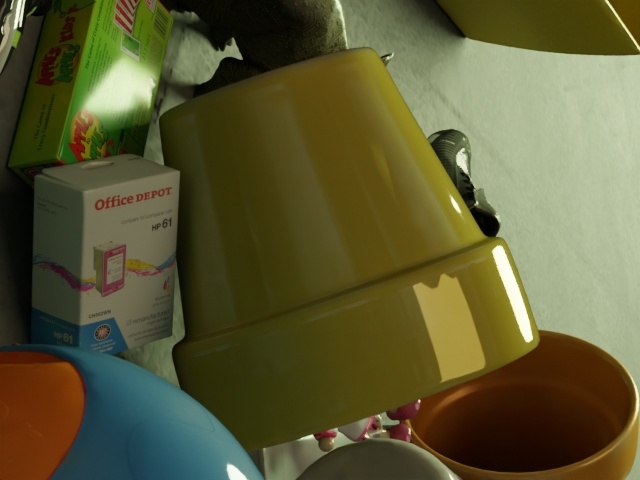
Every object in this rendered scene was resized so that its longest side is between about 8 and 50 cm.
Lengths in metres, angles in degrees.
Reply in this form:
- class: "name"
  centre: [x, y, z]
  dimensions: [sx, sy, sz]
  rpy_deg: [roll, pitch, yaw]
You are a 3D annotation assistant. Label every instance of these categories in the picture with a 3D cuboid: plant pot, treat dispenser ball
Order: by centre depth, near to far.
- class: "treat dispenser ball"
  centre: [-0.155, 0.198, 1.003]
  dimensions: [0.288, 0.288, 0.288]
  rpy_deg: [25, 61, -59]
- class: "plant pot"
  centre: [0.000, 0.000, 1.346]
  dimensions: [0.254, 0.254, 0.239]
  rpy_deg: [-17, 89, -63]
- class: "plant pot"
  centre: [0.176, 0.212, 1.676]
  dimensions: [0.205, 0.205, 0.188]
  rpy_deg: [-59, 150, -51]
- class: "plant pot"
  centre: [0.213, -0.312, 1.957]
  dimensions: [0.212, 0.187, 0.212]
  rpy_deg: [40, 48, -52]

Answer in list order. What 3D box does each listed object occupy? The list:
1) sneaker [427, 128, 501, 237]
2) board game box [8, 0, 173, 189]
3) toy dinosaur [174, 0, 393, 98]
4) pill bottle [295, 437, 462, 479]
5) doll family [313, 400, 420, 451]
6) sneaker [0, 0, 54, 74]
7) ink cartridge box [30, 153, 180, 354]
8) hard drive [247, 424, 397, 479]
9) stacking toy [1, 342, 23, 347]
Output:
- class: "sneaker"
  centre: [0.127, -0.025, 1.804]
  dimensions: [0.078, 0.106, 0.234]
  rpy_deg: [65, 32, -32]
- class: "board game box"
  centre: [-0.159, -0.107, 1.341]
  dimensions: [0.092, 0.043, 0.181]
  rpy_deg: [47, 43, -48]
- class: "toy dinosaur"
  centre: [-0.041, -0.177, 1.460]
  dimensions: [0.313, 0.160, 0.121]
  rpy_deg: [61, 34, -37]
- class: "pill bottle"
  centre: [0.094, 0.286, 1.504]
  dimensions: [0.301, 0.169, 0.169]
  rpy_deg: [46, 44, -48]
- class: "doll family"
  centre: [0.011, 0.046, 1.563]
  dimensions: [0.163, 0.118, 0.263]
  rpy_deg: [33, 68, -42]
- class: "sneaker"
  centre: [-0.200, -0.166, 1.232]
  dimensions: [0.097, 0.084, 0.234]
  rpy_deg: [49, 42, -49]
- class: "ink cartridge box"
  centre: [-0.144, 0.010, 1.272]
  dimensions: [0.088, 0.052, 0.122]
  rpy_deg: [-16, 116, -46]
- class: "hard drive"
  centre: [0.018, 0.257, 1.594]
  dimensions: [0.307, 0.040, 0.203]
  rpy_deg: [9, 75, -61]
- class: "stacking toy"
  centre: [-0.162, 0.193, 1.257]
  dimensions: [0.167, 0.052, 0.221]
  rpy_deg: [30, 59, -55]
